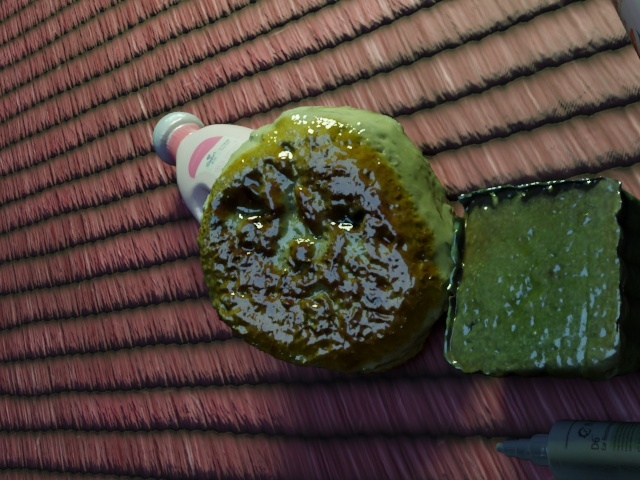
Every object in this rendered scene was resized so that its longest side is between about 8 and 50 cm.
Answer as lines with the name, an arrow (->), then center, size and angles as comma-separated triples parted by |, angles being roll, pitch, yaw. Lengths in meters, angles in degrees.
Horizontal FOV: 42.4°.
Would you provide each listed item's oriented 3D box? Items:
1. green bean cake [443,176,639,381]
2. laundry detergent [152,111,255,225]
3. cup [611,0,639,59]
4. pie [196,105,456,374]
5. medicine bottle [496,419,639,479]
green bean cake -> 0.212, 0.041, 0.767 | 0.173, 0.094, 0.181 | -7, 73, 41
laundry detergent -> -0.122, -0.080, 1.114 | 0.335, 0.088, 0.159 | 38, 103, 43
cup -> 0.330, -0.156, 0.630 | 0.203, 0.203, 0.288 | -26, 59, 35
pie -> 0.000, 0.000, 0.912 | 0.315, 0.092, 0.315 | -2, 85, 19
medicine bottle -> 0.243, 0.186, 0.725 | 0.199, 0.057, 0.058 | -9, 73, 42
